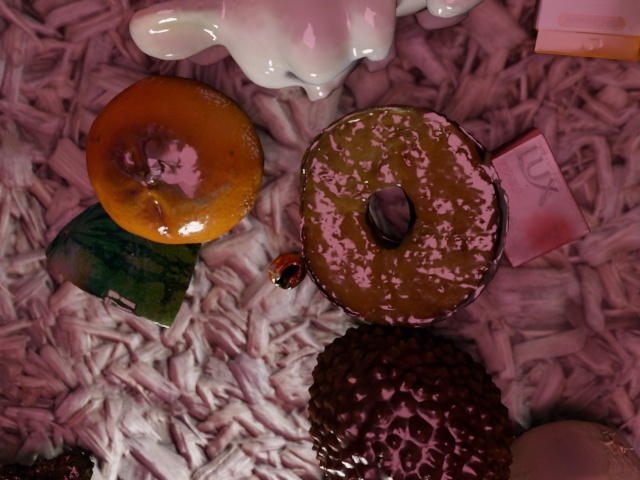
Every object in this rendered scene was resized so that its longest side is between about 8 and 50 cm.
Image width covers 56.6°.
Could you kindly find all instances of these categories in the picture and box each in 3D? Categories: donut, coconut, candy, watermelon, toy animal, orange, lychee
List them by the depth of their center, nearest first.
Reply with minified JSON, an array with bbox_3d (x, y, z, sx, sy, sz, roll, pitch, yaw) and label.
[{"bbox_3d":[-0.017,-0.284,0.659,0.368,0.196,0.241,-27,95,13],"label":"toy animal"},{"bbox_3d":[0.097,-0.037,0.729,0.272,0.107,0.272,5,111,14],"label":"donut"},{"bbox_3d":[-0.185,-0.095,0.749,0.224,0.170,0.224,2,105,7],"label":"orange"},{"bbox_3d":[0.106,0.227,0.766,0.268,0.267,0.267,2,108,7],"label":"lychee"},{"bbox_3d":[0.349,0.367,0.789,0.224,0.234,0.224,1,107,3],"label":"coconut"},{"bbox_3d":[0.000,0.000,0.827,0.185,0.049,0.055,-43,136,9],"label":"candy"},{"bbox_3d":[-0.273,0.005,0.837,0.231,0.128,0.146,28,91,1],"label":"watermelon"}]

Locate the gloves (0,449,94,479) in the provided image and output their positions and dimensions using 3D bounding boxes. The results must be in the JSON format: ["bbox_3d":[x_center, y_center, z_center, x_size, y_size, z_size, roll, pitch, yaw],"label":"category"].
[{"bbox_3d":[-0.476,0.443,0.976,0.312,0.135,0.210,18,109,2],"label":"gloves"}]

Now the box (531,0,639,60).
[{"bbox_3d":[0.323,-0.338,0.676,0.129,0.033,0.247,7,108,5],"label":"box"}]

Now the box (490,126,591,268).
[{"bbox_3d":[0.261,-0.053,0.761,0.111,0.060,0.156,-29,102,14],"label":"box"}]
